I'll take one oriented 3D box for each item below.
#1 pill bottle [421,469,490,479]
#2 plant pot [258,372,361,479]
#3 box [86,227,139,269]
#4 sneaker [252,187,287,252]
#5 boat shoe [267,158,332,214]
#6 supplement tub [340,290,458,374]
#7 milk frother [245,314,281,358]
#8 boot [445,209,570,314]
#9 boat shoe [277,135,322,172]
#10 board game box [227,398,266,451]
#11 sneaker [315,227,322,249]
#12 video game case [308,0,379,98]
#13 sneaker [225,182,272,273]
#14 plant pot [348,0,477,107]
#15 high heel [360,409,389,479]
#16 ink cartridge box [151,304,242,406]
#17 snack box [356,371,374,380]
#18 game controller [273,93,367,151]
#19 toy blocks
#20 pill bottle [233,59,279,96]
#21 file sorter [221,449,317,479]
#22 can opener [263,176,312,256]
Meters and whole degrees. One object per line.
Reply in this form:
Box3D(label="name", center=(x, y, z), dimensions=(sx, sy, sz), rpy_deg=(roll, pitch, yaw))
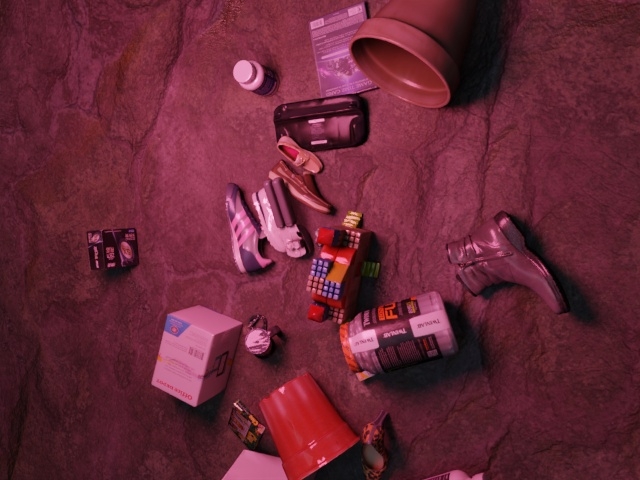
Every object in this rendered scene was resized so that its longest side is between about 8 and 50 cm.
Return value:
Box3D(label="pill bottle", center=(0.360, 0.803, 1.503), dimensions=(0.323, 0.181, 0.181), rpy_deg=(-28, 83, 21))
Box3D(label="plant pot", center=(-0.052, 0.593, 1.628), dimensions=(0.272, 0.272, 0.265), rpy_deg=(-39, 70, 19))
Box3D(label="box", center=(-0.785, 0.029, 1.914), dimensions=(0.078, 0.180, 0.147), rpy_deg=(-3, 92, 22))
Box3D(label="sneaker", center=(-0.149, -0.074, 1.710), dimensions=(0.095, 0.090, 0.235), rpy_deg=(-23, 86, 11))
Box3D(label="boat shoe", center=(-0.059, -0.184, 1.661), dimensions=(0.257, 0.095, 0.095), rpy_deg=(35, 99, 17))
Box3D(label="supplement tub", center=(0.229, 0.281, 1.494), dimensions=(0.316, 0.193, 0.193), rpy_deg=(-18, 86, 11))
Box3D(label="milk frother", center=(-0.215, 0.320, 1.728), dimensions=(0.143, 0.135, 0.129), rpy_deg=(34, 74, 14))
Box3D(label="boot", center=(0.528, 0.103, 1.444), dimensions=(0.223, 0.118, 0.338), rpy_deg=(-39, 68, 22))
Box3D(label="boat shoe", center=(-0.072, -0.271, 1.653), dimensions=(0.170, 0.059, 0.063), rpy_deg=(34, 130, -5))
Box3D(label="board game box", center=(-0.258, 0.644, 1.741), dimensions=(0.136, 0.030, 0.259), rpy_deg=(40, 145, 14))
Box3D(label="sneaker", center=(0.000, 0.000, 1.648), dimensions=(0.038, 0.098, 0.069), rpy_deg=(11, 102, 6))
Box3D(label="video game case", center=(0.074, -0.599, 1.618), dimensions=(0.196, 0.026, 0.274), rpy_deg=(-10, 91, 22))
Box3D(label="sneaker", center=(-0.246, -0.050, 1.749), dimensions=(0.131, 0.112, 0.319), rpy_deg=(-10, 92, 5))
Box3D(label="plant pot", center=(0.287, -0.578, 1.408), dimensions=(0.323, 0.323, 0.280), rpy_deg=(31, 88, 17))
Box3D(label="high heel", center=(0.154, 0.681, 1.575), dimensions=(0.093, 0.186, 0.261), rpy_deg=(11, 97, 20))
Box3D(label="ink cartridge box", center=(-0.436, 0.401, 1.788), dimensions=(0.198, 0.197, 0.270), rpy_deg=(19, 100, 19))
Box3D(label="snack box", center=(0.169, 0.381, 1.631), dimensions=(0.141, 0.037, 0.100), rpy_deg=(-28, 82, 20))
Box3D(label="game controller", center=(-0.006, -0.377, 1.647), dimensions=(0.319, 0.067, 0.166), rpy_deg=(-2, 112, 23))
Box3D(label="toy blocks", center=(0.051, 0.105, 1.542), dimensions=(0.191, 0.261, 0.381), rpy_deg=(14, 99, 20))
Box3D(label="pill bottle", center=(-0.213, -0.535, 1.658), dimensions=(0.094, 0.169, 0.094), rpy_deg=(1, 94, 21))
Box3D(label="file sorter", center=(-0.170, 0.860, 1.700), dimensions=(0.278, 0.193, 0.173), rpy_deg=(6, 100, 14))
Box3D(label="can opener", center=(-0.109, -0.074, 1.652), dimensions=(0.074, 0.093, 0.280), rpy_deg=(-9, 111, 31))
